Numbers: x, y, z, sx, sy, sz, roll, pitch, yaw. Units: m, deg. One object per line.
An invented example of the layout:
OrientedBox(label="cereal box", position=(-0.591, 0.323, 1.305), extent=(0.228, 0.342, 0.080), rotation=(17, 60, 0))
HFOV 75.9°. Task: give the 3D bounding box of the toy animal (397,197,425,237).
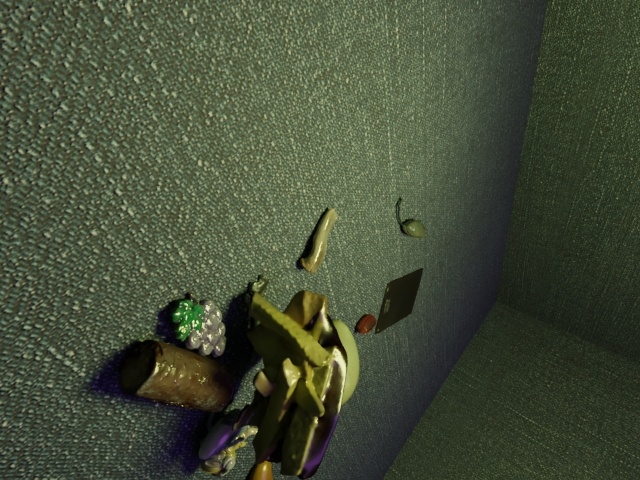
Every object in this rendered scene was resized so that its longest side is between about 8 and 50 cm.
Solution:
OrientedBox(label="toy animal", position=(0.352, -0.072, 1.642), extent=(0.252, 0.070, 0.079), rotation=(35, 46, -43))

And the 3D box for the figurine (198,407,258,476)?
OrientedBox(label="figurine", position=(-0.258, 0.559, 1.153), extent=(0.208, 0.128, 0.184), rotation=(5, 108, -59))

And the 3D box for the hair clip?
OrientedBox(label="hair clip", position=(-0.283, 0.198, 0.960), extent=(0.195, 0.052, 0.124), rotation=(55, 33, -47))

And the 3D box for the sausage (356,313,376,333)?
OrientedBox(label="sausage", position=(0.186, 0.340, 1.666), extent=(0.094, 0.059, 0.054), rotation=(-39, -179, -33))

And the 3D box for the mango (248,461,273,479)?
OrientedBox(label="mango", position=(-0.207, 0.854, 1.434), extent=(0.102, 0.084, 0.184), rotation=(-7, 110, -52))

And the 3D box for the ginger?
OrientedBox(label="ginger", position=(-0.122, 0.338, 1.016), extent=(0.211, 0.358, 0.414), rotation=(26, 58, -31))

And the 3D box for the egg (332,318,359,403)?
OrientedBox(label="egg", position=(0.022, 0.406, 1.352), extent=(0.218, 0.218, 0.296), rotation=(18, 82, -55))

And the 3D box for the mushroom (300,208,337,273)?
OrientedBox(label="mushroom", position=(-0.001, -0.001, 1.223), extent=(0.059, 0.054, 0.202), rotation=(31, 80, -61))

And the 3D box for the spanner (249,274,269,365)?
OrientedBox(label="spanner", position=(-0.176, 0.231, 1.155), extent=(0.071, 0.017, 0.302), rotation=(-25, 130, -43))

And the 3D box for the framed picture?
OrientedBox(label="framed picture", position=(0.372, 0.276, 1.913), extent=(0.338, 0.014, 0.256), rotation=(-14, 120, -49))

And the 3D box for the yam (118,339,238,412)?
OrientedBox(label="yam", position=(-0.312, 0.312, 0.936), extent=(0.131, 0.131, 0.280), rotation=(-57, 142, -11))
